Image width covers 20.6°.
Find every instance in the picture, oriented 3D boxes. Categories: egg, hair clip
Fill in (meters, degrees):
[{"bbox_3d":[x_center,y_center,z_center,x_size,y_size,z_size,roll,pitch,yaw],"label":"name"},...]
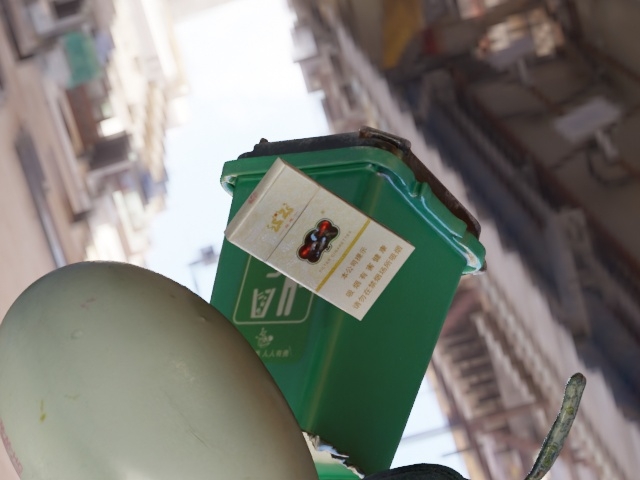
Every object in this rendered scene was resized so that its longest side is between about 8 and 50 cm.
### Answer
[{"bbox_3d":[-0.138,0.175,1.523,0.230,0.371,0.230,-36,160,-15],"label":"egg"},{"bbox_3d":[0.207,0.234,1.788,0.229,0.036,0.066,-56,163,7],"label":"hair clip"}]

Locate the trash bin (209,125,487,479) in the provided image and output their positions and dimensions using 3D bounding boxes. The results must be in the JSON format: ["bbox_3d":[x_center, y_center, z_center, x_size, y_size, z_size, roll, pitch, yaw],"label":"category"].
[{"bbox_3d":[0.011,0.095,2.014,0.259,0.295,0.381,-3,-121,37],"label":"trash bin"}]

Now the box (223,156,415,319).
[{"bbox_3d":[0.000,0.000,1.653,0.090,0.167,0.024,-53,-151,8],"label":"box"}]

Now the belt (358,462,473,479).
[{"bbox_3d":[0.086,0.314,1.707,0.206,0.267,0.116,18,-138,-17],"label":"belt"}]
